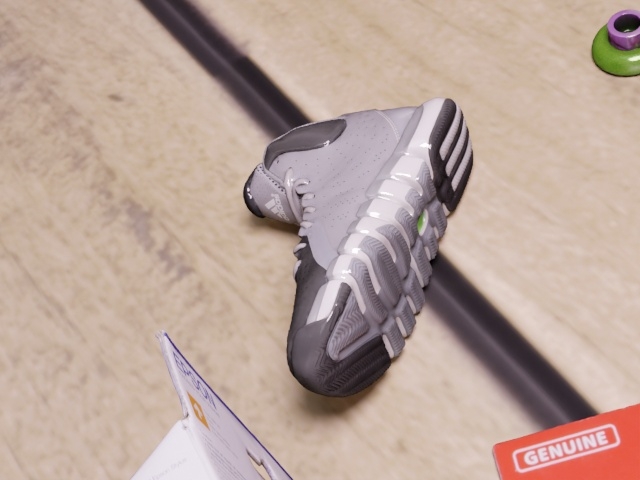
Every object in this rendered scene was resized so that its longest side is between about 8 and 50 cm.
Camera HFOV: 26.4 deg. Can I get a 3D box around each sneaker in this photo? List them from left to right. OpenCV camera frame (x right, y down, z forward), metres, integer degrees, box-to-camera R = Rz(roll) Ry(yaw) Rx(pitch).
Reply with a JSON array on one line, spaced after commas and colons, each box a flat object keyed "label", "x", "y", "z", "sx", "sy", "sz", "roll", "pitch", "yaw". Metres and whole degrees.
[{"label": "sneaker", "x": 0.000, "y": 0.000, "z": 0.841, "sx": 0.132, "sy": 0.086, "sz": 0.229, "roll": 5, "pitch": 45, "yaw": 29}]

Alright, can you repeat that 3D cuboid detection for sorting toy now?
[{"label": "sorting toy", "x": 0.226, "y": -0.142, "z": 0.890, "sx": 0.102, "sy": 0.042, "sz": 0.061, "roll": 4, "pitch": 55, "yaw": 23}]

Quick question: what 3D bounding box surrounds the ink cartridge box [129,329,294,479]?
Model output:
[{"label": "ink cartridge box", "x": -0.006, "y": 0.178, "z": 0.599, "sx": 0.045, "sy": 0.223, "sz": 0.224, "roll": -32, "pitch": 49, "yaw": 0}]

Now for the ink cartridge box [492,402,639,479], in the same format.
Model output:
[{"label": "ink cartridge box", "x": 0.233, "y": 0.149, "z": 0.648, "sx": 0.275, "sy": 0.060, "sz": 0.239, "roll": -17, "pitch": 51, "yaw": 6}]
